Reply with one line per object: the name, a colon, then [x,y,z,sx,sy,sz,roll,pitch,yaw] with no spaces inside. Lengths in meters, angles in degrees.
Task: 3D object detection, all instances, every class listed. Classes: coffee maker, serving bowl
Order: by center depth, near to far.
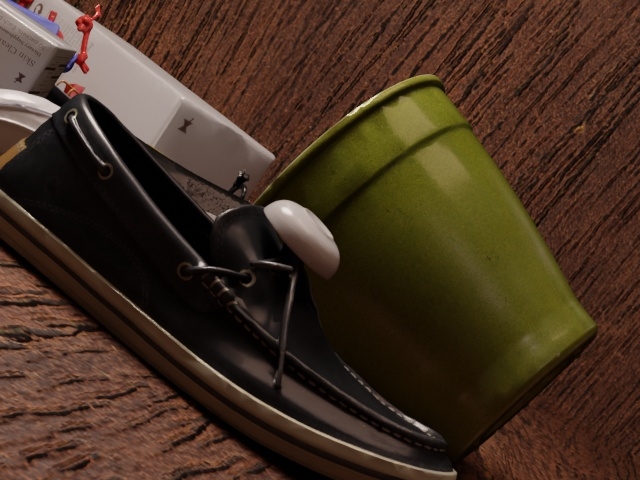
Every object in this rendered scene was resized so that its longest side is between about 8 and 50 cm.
serving bowl: [-0.011,-0.006,1.218,0.083,0.027,0.083,47,8,-9]
coffee maker: [-0.172,-0.035,1.459,0.178,0.120,0.171,32,25,-22]

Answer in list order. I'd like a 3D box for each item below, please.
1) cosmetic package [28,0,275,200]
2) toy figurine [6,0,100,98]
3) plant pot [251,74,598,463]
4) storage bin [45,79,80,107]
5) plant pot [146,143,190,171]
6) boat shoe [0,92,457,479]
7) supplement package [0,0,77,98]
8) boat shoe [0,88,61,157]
cosmetic package: [-0.304,-0.208,2.255,0.453,0.161,0.230,38,5,42]
toy figurine: [-0.437,-0.314,1.891,0.362,0.191,0.217,28,-8,-26]
plant pot: [0.125,0.059,1.674,0.353,0.366,0.366,48,7,12]
storage bin: [-0.342,-0.151,1.855,0.135,0.098,0.091,39,-5,42]
plant pot: [-0.221,-0.062,1.866,0.081,0.081,0.083,33,19,-17]
boat shoe: [-0.077,0.048,1.224,0.500,0.156,0.187,37,3,14]
supplement package: [-0.440,-0.239,1.647,0.262,0.145,0.204,34,4,-6]
boat shoe: [-0.269,-0.075,1.509,0.258,0.095,0.084,24,29,-26]
